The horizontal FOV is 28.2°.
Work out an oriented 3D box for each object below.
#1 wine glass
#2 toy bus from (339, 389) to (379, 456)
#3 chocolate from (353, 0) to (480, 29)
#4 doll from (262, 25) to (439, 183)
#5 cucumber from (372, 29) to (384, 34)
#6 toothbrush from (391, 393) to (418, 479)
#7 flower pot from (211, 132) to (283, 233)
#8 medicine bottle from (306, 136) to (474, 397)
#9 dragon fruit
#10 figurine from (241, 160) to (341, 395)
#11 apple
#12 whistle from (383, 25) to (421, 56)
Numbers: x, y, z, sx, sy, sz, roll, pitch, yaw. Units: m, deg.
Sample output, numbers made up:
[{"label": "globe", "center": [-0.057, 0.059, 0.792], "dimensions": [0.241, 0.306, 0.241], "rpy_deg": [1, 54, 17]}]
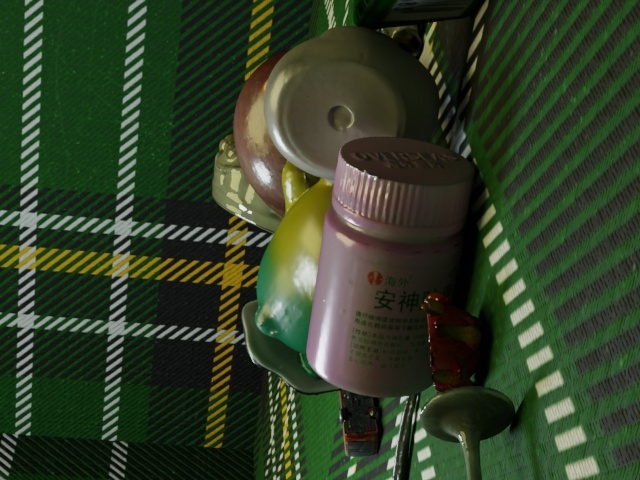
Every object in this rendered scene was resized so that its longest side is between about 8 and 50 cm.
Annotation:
[{"label": "wine glass", "center": [0.137, 0.345, 1.246], "dimensions": [0.264, 0.096, 0.310], "rpy_deg": [105, 167, -48]}, {"label": "toy bus", "center": [0.062, 0.278, 2.107], "dimensions": [0.192, 0.065, 0.077], "rpy_deg": [-95, 1, -58]}, {"label": "chocolate", "center": [0.144, -0.455, 1.512], "dimensions": [0.360, 0.161, 0.341], "rpy_deg": [140, 134, -80]}, {"label": "doll", "center": [0.037, -0.188, 1.702], "dimensions": [0.221, 0.250, 0.221], "rpy_deg": [2, -90, -76]}, {"label": "cucumber", "center": [0.101, -0.336, 2.213], "dimensions": [0.245, 0.067, 0.067], "rpy_deg": [165, 109, -81]}, {"label": "toothbrush", "center": [0.116, 0.272, 1.784], "dimensions": [0.030, 0.030, 0.297], "rpy_deg": [-31, -51, -66]}, {"label": "flower pot", "center": [-0.029, -0.142, 2.268], "dimensions": [0.307, 0.307, 0.244], "rpy_deg": [-115, 47, -77]}, {"label": "medicine bottle", "center": [0.085, 0.032, 1.584], "dimensions": [0.178, 0.178, 0.291], "rpy_deg": [-100, 18, -66]}, {"label": "dragon fruit", "center": [0.153, 0.118, 1.441], "dimensions": [0.112, 0.068, 0.126], "rpy_deg": [-59, -37, -81]}, {"label": "figurine", "center": [0.019, 0.053, 1.828], "dimensions": [0.324, 0.231, 0.340], "rpy_deg": [53, 141, 25]}, {"label": "apple", "center": [0.003, -0.155, 1.977], "dimensions": [0.306, 0.305, 0.235], "rpy_deg": [109, 160, -65]}, {"label": "whistle", "center": [0.124, -0.404, 2.088], "dimensions": [0.068, 0.057, 0.326], "rpy_deg": [-31, 34, 22]}]
